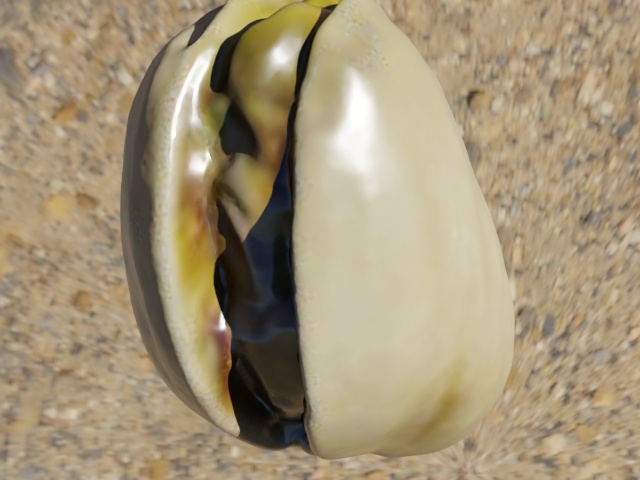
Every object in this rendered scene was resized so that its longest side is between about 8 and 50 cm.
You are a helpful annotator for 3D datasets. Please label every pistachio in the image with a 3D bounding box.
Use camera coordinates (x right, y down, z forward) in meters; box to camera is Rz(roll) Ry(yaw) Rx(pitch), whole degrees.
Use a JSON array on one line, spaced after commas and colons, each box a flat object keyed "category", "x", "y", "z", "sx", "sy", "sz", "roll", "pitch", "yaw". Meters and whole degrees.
[{"category": "pistachio", "x": 0.000, "y": 0.000, "z": 0.447, "sx": 0.113, "sy": 0.149, "sz": 0.113, "roll": -2, "pitch": 38, "yaw": 1}]
